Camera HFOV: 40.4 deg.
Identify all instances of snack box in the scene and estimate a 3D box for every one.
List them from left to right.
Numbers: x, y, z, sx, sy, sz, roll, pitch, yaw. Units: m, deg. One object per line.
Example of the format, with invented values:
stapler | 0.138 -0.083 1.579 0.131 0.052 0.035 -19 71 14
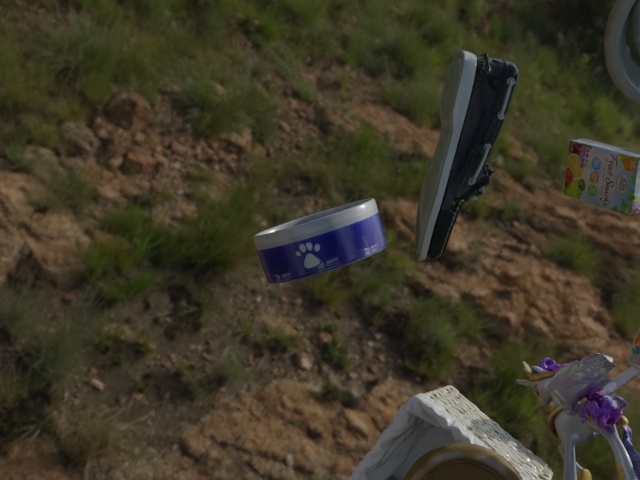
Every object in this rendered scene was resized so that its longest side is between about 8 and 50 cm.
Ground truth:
snack box | 0.476 -0.108 1.454 0.037 0.100 0.141 -13 25 -32

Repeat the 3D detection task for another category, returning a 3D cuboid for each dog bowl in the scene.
dog bowl | 0.000 0.000 1.798 0.265 0.265 0.104 -22 97 -50

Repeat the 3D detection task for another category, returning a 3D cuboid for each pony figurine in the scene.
pony figurine | 0.620 0.394 1.987 0.303 0.351 0.363 5 58 -36

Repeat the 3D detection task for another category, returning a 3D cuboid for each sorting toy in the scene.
sorting toy | 0.565 0.204 1.502 0.083 0.075 0.045 39 55 17

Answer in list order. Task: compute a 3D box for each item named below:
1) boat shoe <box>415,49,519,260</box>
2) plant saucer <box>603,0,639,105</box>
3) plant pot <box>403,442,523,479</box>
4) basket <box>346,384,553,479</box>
boat shoe | 0.202 -0.108 1.216 0.091 0.302 0.114 10 21 -7
plant saucer | 0.564 -0.321 1.127 0.400 0.400 0.100 16 52 -27
plant pot | 0.252 0.478 1.531 0.236 0.236 0.032 45 4 10
basket | 0.267 0.524 1.844 0.328 0.331 0.266 39 16 18
